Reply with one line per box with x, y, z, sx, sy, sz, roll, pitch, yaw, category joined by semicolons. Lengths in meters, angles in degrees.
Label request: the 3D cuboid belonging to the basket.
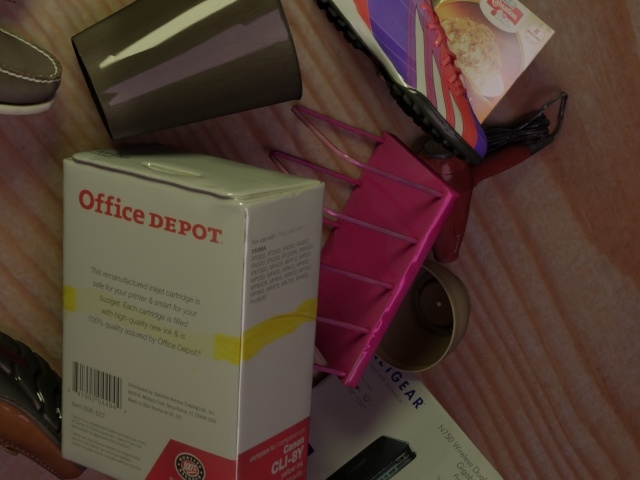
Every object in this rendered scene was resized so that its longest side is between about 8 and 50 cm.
-0.159;-0.215;1.458;0.227;0.154;0.204;-22;124;-10;basket

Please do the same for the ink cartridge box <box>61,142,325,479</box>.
-0.155;0.097;1.495;0.160;0.279;0.385;-18;117;-53;ink cartridge box

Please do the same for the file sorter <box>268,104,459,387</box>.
0.000;0.000;1.630;0.182;0.202;0.291;18;108;-31;file sorter

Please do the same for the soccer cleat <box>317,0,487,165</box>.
0.119;-0.234;1.548;0.116;0.108;0.318;-40;96;0;soccer cleat

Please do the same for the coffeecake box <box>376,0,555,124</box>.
0.186;-0.242;1.633;0.142;0.068;0.185;37;97;-8;coffeecake box

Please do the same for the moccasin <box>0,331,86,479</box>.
-0.433;0.190;1.555;0.147;0.139;0.380;-36;132;13;moccasin

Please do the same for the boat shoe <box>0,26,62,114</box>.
-0.405;-0.223;1.326;0.324;0.116;0.097;18;121;-38;boat shoe

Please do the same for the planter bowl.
0.147;0.097;1.803;0.109;0.162;0.162;-13;127;-53;planter bowl

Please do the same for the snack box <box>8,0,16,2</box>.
-0.353;-0.336;1.350;0.100;0.037;0.141;12;114;-31;snack box

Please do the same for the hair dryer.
0.229;-0.096;1.767;0.223;0.080;0.293;20;107;-35;hair dryer

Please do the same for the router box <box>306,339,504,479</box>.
0.070;0.346;1.776;0.301;0.335;0.082;-39;142;-3;router box
